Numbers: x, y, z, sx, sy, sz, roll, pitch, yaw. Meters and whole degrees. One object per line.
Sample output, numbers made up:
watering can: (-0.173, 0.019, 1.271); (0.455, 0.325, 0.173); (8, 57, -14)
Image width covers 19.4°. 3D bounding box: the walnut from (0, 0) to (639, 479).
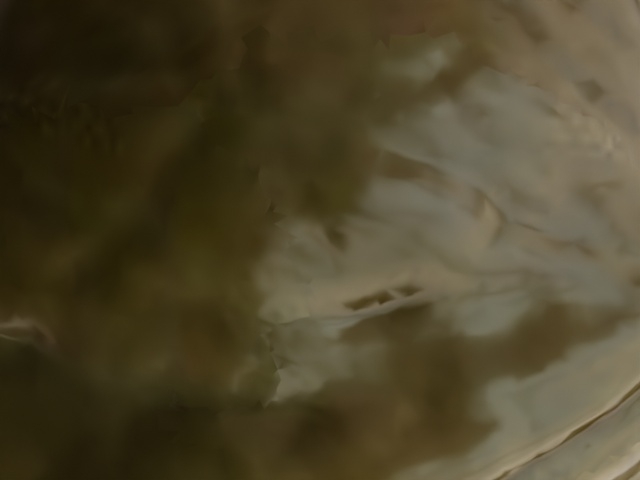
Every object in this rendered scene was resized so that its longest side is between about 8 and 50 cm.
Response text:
walnut: (0.000, 0.000, 0.414); (0.228, 0.228, 0.228); (-45, 172, -8)
